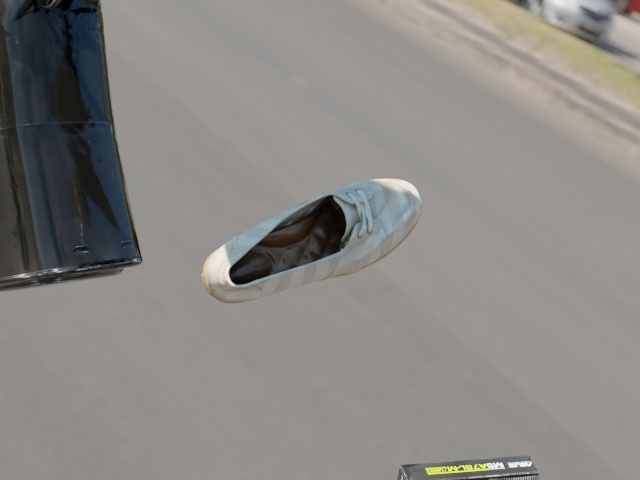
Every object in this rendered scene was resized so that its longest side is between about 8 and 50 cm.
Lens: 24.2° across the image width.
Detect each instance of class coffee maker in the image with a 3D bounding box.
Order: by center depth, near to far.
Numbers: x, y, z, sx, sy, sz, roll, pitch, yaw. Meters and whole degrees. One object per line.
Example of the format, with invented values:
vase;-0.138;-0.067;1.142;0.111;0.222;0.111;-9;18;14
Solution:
coffee maker;-0.175;-0.060;0.911;0.120;0.178;0.171;-10;-1;-34

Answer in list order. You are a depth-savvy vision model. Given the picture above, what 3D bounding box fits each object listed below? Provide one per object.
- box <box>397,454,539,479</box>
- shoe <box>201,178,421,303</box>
box;0.184;0.374;1.968;0.184;0.190;0.045;0;30;-13
shoe;0.000;0.000;1.339;0.076;0.219;0.058;64;-17;5
